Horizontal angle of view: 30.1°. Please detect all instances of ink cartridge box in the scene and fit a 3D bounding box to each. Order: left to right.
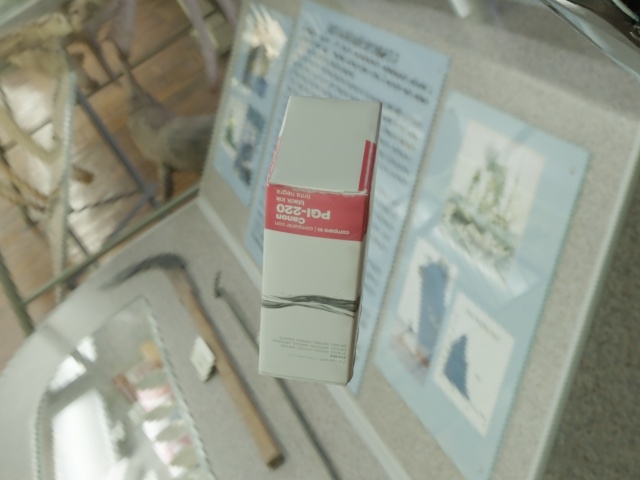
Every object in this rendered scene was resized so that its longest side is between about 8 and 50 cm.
[{"bbox_3d":[0.000,0.000,1.087,0.092,0.217,0.158,5,36,4],"label":"ink cartridge box"}]

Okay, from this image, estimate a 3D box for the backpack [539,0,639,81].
[{"bbox_3d":[0.258,-0.231,0.781,0.253,0.225,0.191,-59,31,5],"label":"backpack"}]
